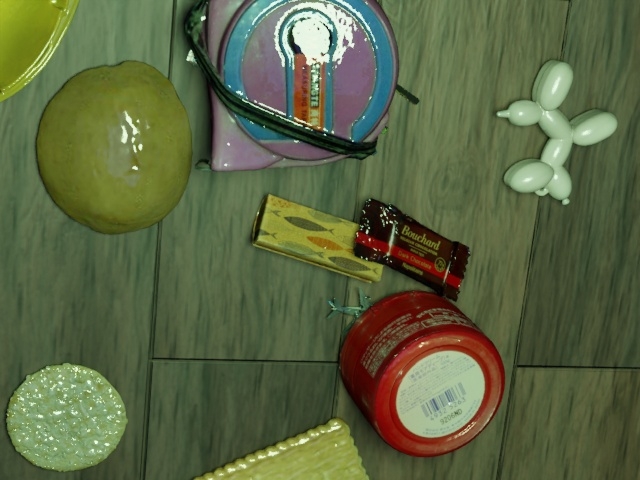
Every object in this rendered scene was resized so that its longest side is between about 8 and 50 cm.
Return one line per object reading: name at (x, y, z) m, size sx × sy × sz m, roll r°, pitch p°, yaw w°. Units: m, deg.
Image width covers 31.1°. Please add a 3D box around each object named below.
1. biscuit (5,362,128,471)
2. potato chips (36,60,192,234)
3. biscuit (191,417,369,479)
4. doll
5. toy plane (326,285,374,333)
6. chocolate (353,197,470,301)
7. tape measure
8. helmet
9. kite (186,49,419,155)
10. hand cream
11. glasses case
biscuit at (-0.323, 0.226, 1.462) m, size 0.152 × 0.020 × 0.152 m, roll -3°, pitch 105°, yaw -10°
potato chips at (-0.239, -0.106, 1.368) m, size 0.195 × 0.062 × 0.208 m, roll 32°, pitch 99°, yaw -17°
biscuit at (-0.057, 0.347, 1.549) m, size 0.250 × 0.030 × 0.160 m, roll -23°, pitch 108°, yaw -5°
doll at (0.296, -0.128, 1.479) m, size 0.160 × 0.059 × 0.161 m, roll -45°, pitch 110°, yaw 2°
toy plane at (0.050, 0.092, 1.505) m, size 0.084 × 0.024 × 0.078 m, roll 10°, pitch 121°, yaw -15°
chocolate at (0.119, 0.014, 1.475) m, size 0.182 × 0.028 × 0.086 m, roll 24°, pitch 72°, yaw -33°
tape measure at (-0.033, -0.200, 1.333) m, size 0.245 × 0.149 × 0.231 m, roll 0°, pitch 105°, yaw -4°
helmet at (-0.387, -0.274, 1.246) m, size 0.257 × 0.140 × 0.205 m, roll -56°, pitch 142°, yaw -4°
kite at (-0.013, -0.212, 1.410) m, size 0.285 × 0.015 × 0.152 m, roll 32°, pitch 97°, yaw -18°
hand cream at (0.131, 0.171, 1.482) m, size 0.193 × 0.125 × 0.193 m, roll -6°, pitch 111°, yaw -15°
glasses case at (0.000, 0.000, 1.455) m, size 0.170 × 0.041 × 0.064 m, roll 18°, pitch 71°, yaw -17°
